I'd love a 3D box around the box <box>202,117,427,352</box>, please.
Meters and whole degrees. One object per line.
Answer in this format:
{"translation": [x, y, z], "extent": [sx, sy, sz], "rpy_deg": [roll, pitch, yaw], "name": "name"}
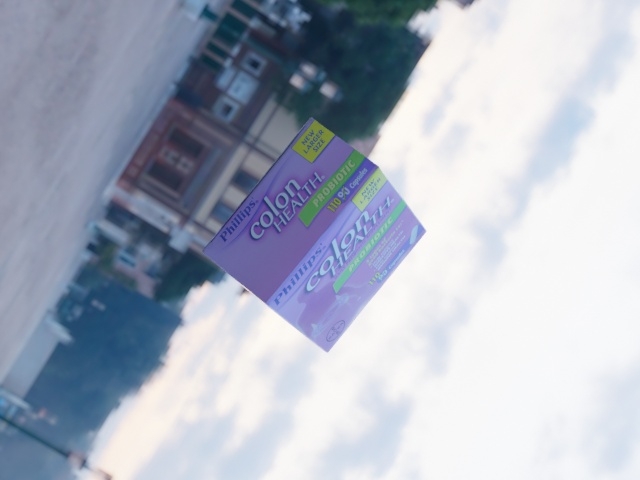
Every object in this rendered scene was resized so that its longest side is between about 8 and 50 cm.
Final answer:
{"translation": [0.000, 0.000, 1.756], "extent": [0.213, 0.117, 0.243], "rpy_deg": [-51, 153, -3], "name": "box"}
